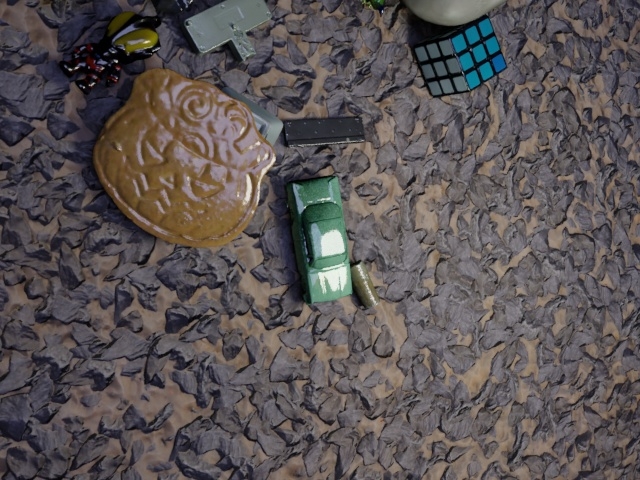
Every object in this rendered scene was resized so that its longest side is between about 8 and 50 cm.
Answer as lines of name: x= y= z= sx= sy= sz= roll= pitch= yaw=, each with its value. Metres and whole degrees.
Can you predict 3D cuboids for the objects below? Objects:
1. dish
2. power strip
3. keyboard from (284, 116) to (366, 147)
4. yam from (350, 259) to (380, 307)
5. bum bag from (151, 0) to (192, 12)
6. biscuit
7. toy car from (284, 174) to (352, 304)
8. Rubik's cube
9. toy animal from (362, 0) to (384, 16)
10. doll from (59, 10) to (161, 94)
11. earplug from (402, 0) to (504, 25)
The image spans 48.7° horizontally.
dish: x=-0.199 y=-0.230 z=1.702 sx=0.182 sy=0.080 sz=0.243 roll=29 pitch=80 yaw=-24
power strip: x=-0.208 y=-0.502 z=1.699 sx=0.216 sy=0.061 sz=0.145 roll=-35 pitch=105 yaw=-20
keyboard: x=0.012 y=-0.281 z=1.835 sx=0.231 sy=0.023 sz=0.072 roll=-8 pitch=88 yaw=-26
yam: x=0.113 y=0.117 z=1.879 sx=0.054 sy=0.054 sz=0.132 roll=-31 pitch=105 yaw=-22
bum bag: x=-0.360 y=-0.670 z=1.612 sx=0.137 sy=0.074 sz=0.310 roll=-21 pitch=96 yaw=-14
biscuit: x=-0.304 y=-0.178 z=1.600 sx=0.385 sy=0.062 sz=0.365 roll=31 pitch=92 yaw=-12
toy car: x=0.000 y=0.000 z=1.794 sx=0.141 sy=0.097 sz=0.320 roll=-11 pitch=96 yaw=-25
Rubik's cube: x=0.378 y=-0.498 z=1.925 sx=0.162 sy=0.163 sz=0.160 roll=-35 pitch=110 yaw=-25
toy animal: x=0.140 y=-0.665 z=1.870 sx=0.041 sy=0.075 sz=0.216 roll=17 pitch=55 yaw=-28
doll: x=-0.451 y=-0.427 z=1.570 sx=0.249 sy=0.088 sz=0.127 roll=-37 pitch=107 yaw=-16
earplug: x=0.380 y=-0.735 z=1.824 sx=0.394 sy=0.313 sz=0.312 roll=-36 pitch=106 yaw=-25
